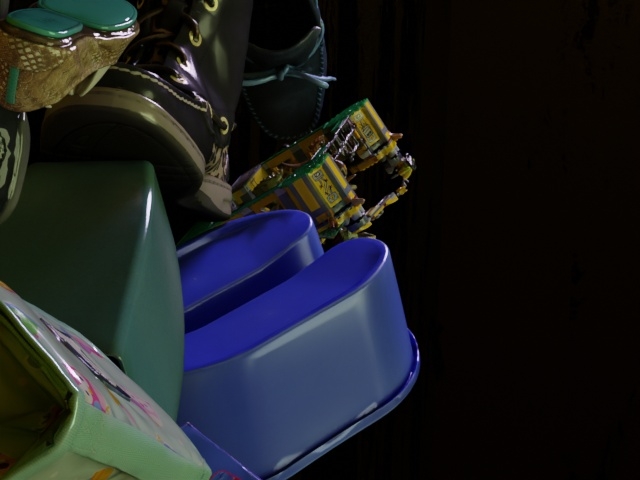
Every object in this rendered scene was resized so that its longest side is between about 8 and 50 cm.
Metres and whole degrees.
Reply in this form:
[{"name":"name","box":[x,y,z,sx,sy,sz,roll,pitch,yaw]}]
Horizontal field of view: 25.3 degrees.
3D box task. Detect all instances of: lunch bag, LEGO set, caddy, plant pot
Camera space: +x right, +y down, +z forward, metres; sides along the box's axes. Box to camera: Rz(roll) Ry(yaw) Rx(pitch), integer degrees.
[{"name":"lunch bag","box":[-0.211,0.101,0.811,0.223,0.262,0.160,57,40,-66]},{"name":"LEGO set","box":[0.000,0.000,1.602,0.192,0.255,0.331,56,14,-11]},{"name":"caddy","box":[-0.068,0.116,1.317,0.341,0.241,0.179,-28,121,-31]},{"name":"plant pot","box":[-0.193,0.054,1.099,0.234,0.165,0.165,-82,167,-45]}]

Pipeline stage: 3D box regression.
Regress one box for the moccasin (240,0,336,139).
[{"name":"moccasin","box":[-0.063,-0.232,1.551,0.117,0.137,0.342,-107,-179,-46]}]

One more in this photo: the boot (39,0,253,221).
[{"name":"boot","box":[-0.137,-0.179,1.273,0.377,0.138,0.284,47,50,-76]}]

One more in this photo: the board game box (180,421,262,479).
[{"name":"board game box","box":[-0.140,0.282,0.891,0.347,0.233,0.078,-31,133,-31]}]

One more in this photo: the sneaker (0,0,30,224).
[{"name":"sneaker","box":[-0.255,-0.117,0.941,0.130,0.087,0.228,-18,109,-73]}]

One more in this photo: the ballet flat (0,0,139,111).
[{"name":"ballet flat","box":[-0.180,-0.129,0.978,0.206,0.073,0.067,-50,161,-72]}]
